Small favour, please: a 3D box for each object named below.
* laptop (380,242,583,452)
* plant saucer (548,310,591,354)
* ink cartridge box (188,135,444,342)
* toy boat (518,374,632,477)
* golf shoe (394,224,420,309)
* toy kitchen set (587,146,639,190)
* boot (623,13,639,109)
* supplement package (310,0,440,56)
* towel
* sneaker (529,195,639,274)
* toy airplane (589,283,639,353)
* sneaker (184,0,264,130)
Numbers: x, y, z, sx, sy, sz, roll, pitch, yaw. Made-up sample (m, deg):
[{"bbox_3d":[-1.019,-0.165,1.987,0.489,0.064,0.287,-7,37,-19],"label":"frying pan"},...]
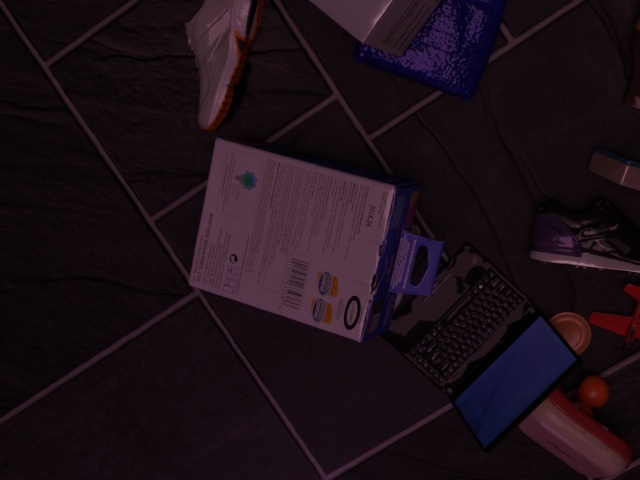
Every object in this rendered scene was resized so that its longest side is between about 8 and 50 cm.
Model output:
[{"bbox_3d":[0.270,0.183,1.850,0.264,0.136,0.234,43,101,-1],"label":"laptop"},{"bbox_3d":[0.436,0.167,1.892,0.083,0.013,0.083,1,101,6],"label":"plant saucer"},{"bbox_3d":[0.000,0.000,1.797,0.395,0.151,0.270,17,103,21],"label":"ink cartridge box"},{"bbox_3d":[0.450,0.299,1.867,0.231,0.151,0.151,36,72,-1],"label":"toy boat"},{"bbox_3d":[0.125,0.052,1.873,0.069,0.086,0.176,14,103,2],"label":"golf shoe"},{"bbox_3d":[0.586,-0.157,1.784,0.207,0.122,0.166,14,102,-16],"label":"toy kitchen set"},{"bbox_3d":[0.636,-0.307,1.763,0.248,0.090,0.207,6,113,4],"label":"boot"},{"bbox_3d":[0.065,-0.456,1.705,0.262,0.145,0.204,43,108,22],"label":"supplement package"},{"bbox_3d":[0.201,-0.411,1.785,0.227,0.076,0.308,19,102,4],"label":"towel"},{"bbox_3d":[0.502,-0.009,1.810,0.283,0.107,0.124,7,95,6],"label":"sneaker"},{"bbox_3d":[0.550,0.132,1.858,0.151,0.028,0.151,4,111,10],"label":"toy airplane"},{"bbox_3d":[-0.184,-0.323,1.847,0.121,0.099,0.262,16,94,11],"label":"sneaker"}]
